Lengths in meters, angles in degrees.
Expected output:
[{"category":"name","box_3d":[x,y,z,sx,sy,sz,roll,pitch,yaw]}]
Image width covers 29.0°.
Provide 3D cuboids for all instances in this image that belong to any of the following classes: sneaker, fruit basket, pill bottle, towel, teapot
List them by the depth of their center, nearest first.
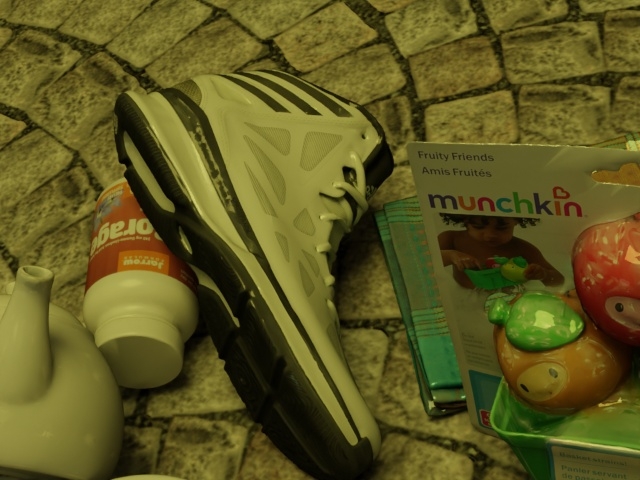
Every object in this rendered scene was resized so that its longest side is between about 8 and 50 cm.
[{"category":"fruit basket","box_3d":[0.245,0.073,0.965,0.327,0.353,0.165,5,51,23]},{"category":"teapot","box_3d":[-0.298,0.132,1.171,0.256,0.252,0.187,-4,69,26]},{"category":"sneaker","box_3d":[0.000,-0.001,1.216,0.257,0.169,0.447,-22,69,-23]},{"category":"towel","box_3d":[0.250,0.011,1.236,0.370,0.040,0.271,-17,47,4]},{"category":"pill bottle","box_3d":[-0.186,0.043,1.307,0.121,0.121,0.216,-12,47,9]}]

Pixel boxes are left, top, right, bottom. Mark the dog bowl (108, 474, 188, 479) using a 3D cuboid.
[{"category":"dog bowl","box_3d":[-0.156,0.337,1.043,0.264,0.104,0.265,-10,48,11]}]
